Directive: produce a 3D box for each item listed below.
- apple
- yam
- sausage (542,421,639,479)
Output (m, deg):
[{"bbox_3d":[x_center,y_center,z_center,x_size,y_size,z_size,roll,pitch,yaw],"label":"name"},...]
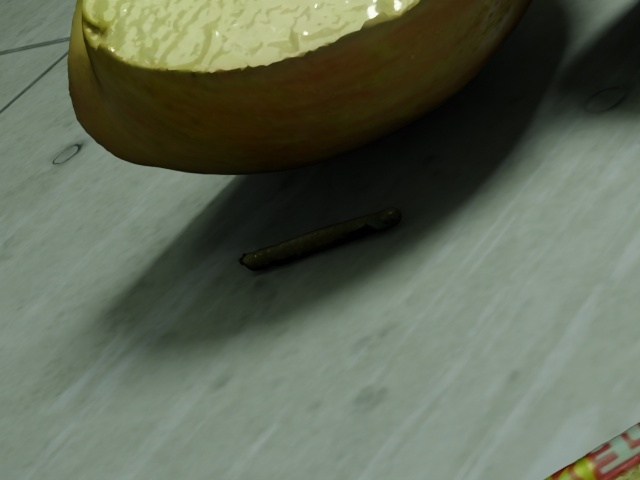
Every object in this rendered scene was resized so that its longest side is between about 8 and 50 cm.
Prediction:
[{"bbox_3d":[0.001,-0.173,0.922,0.309,0.252,0.314,-65,14,-16],"label":"apple"},{"bbox_3d":[0.000,0.000,0.879,0.107,0.014,0.014,-18,28,29],"label":"yam"},{"bbox_3d":[0.076,0.118,0.504,0.371,0.082,0.082,-31,25,3],"label":"sausage"}]
